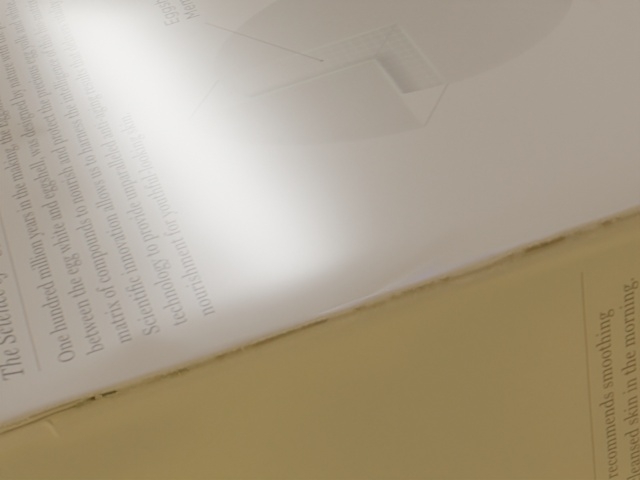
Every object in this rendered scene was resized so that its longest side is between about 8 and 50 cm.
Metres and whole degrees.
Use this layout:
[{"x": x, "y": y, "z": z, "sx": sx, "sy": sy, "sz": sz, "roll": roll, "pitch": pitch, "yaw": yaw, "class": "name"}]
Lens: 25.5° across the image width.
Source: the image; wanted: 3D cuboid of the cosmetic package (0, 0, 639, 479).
[{"x": 0.000, "y": 0.000, "z": 0.434, "sx": 0.225, "sy": 0.224, "sz": 0.138, "roll": -17, "pitch": -52, "yaw": -9, "class": "cosmetic package"}]
